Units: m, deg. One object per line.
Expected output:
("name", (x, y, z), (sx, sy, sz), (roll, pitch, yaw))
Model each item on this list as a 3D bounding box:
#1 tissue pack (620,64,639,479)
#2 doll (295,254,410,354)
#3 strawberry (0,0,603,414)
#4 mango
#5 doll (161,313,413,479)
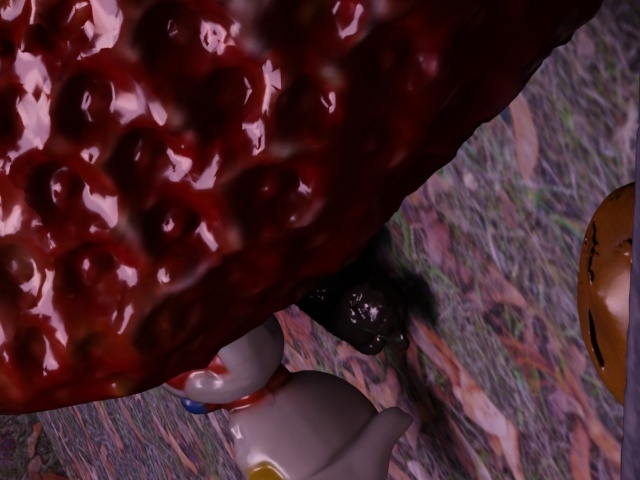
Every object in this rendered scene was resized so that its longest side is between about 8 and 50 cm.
("tissue pack", (0.201, 0.045, 0.376), (0.288, 0.124, 0.394), (46, 152, 44))
("doll", (0.000, 0.000, 0.942), (0.165, 0.057, 0.139), (39, 147, 49))
("strawberry", (-0.042, -0.121, 0.532), (0.291, 0.292, 0.310), (51, 129, 35))
("mango", (0.135, 0.028, 0.617), (0.077, 0.063, 0.127), (37, 148, 39))
("doll", (-0.088, 0.029, 0.953), (0.384, 0.099, 0.188), (47, 168, 1))
